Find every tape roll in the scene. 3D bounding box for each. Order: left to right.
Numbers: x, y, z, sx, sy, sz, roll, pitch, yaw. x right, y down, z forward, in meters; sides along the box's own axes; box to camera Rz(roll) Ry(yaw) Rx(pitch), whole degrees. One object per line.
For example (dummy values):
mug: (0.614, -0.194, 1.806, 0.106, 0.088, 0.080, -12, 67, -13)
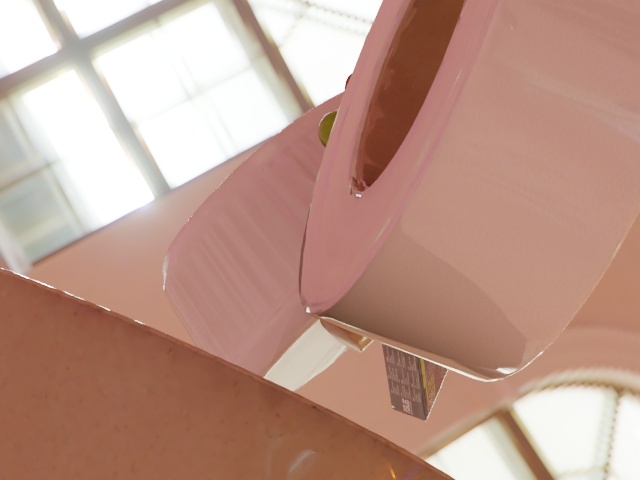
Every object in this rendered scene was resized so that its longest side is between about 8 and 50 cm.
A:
tape roll: (0.088, -0.075, 0.967, 0.100, 0.286, 0.286, 21, -21, -11)

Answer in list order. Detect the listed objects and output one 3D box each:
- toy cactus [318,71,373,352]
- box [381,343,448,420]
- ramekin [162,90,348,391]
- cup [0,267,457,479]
toy cactus: (0.065, -0.007, 1.249, 0.219, 0.180, 0.112, 34, -14, 19)
box: (0.113, 0.052, 1.831, 0.045, 0.184, 0.191, 21, -23, 16)
ramekin: (0.000, 0.000, 1.468, 0.127, 0.273, 0.273, 48, -25, 10)
cup: (-0.104, 0.178, 0.956, 0.331, 0.237, 0.331, 24, -11, 5)
